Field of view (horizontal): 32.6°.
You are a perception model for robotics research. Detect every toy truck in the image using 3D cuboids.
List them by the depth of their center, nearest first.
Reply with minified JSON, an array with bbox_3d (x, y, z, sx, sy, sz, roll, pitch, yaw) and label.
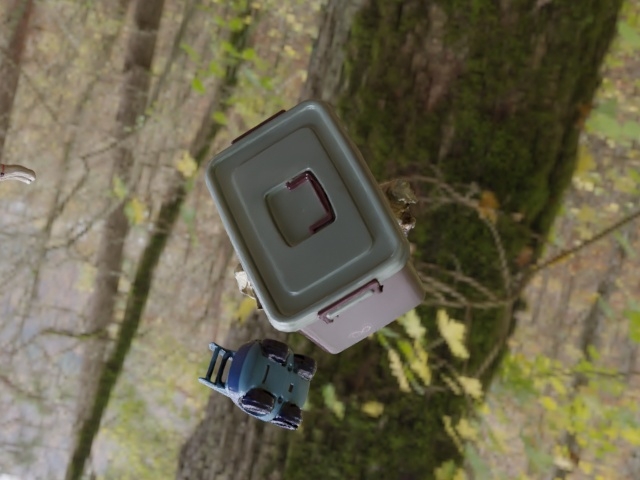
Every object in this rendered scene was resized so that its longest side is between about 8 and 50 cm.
[{"bbox_3d":[-0.035,0.125,0.905,0.074,0.063,0.136,2,155,39],"label":"toy truck"}]

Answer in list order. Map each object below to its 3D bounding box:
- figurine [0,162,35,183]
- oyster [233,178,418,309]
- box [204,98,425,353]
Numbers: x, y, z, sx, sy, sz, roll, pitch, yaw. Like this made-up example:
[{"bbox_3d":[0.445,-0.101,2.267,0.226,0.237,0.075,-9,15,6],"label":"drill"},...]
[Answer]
[{"bbox_3d":[-0.559,-0.130,1.785,0.187,0.083,0.083,13,174,-25],"label":"figurine"},{"bbox_3d":[-0.002,-0.003,1.839,0.201,0.354,0.107,55,-169,22],"label":"oyster"},{"bbox_3d":[0.002,-0.010,1.387,0.193,0.294,0.167,-32,148,7],"label":"box"}]
